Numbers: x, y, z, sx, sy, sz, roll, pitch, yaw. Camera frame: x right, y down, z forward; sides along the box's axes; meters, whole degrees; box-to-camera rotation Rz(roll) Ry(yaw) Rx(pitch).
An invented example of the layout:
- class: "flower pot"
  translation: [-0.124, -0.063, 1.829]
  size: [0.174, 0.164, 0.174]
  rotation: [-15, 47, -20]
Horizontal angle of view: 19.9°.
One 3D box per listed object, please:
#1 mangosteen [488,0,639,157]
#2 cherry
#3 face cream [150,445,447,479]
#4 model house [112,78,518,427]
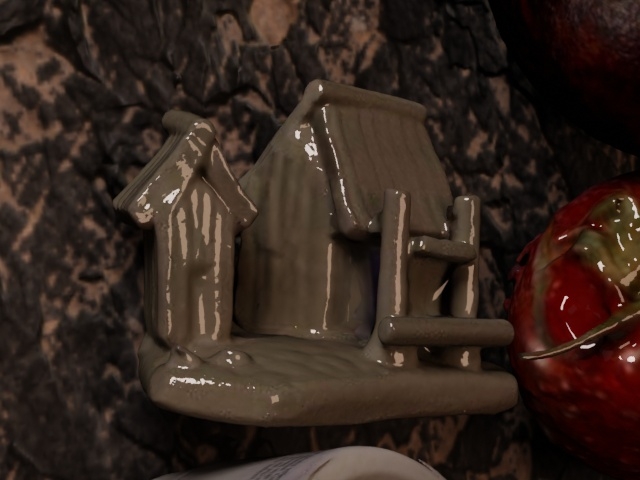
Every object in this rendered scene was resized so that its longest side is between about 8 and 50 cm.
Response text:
- class: "mangosteen"
  translation: [0.246, -0.177, 1.087]
  size: [0.293, 0.297, 0.297]
  rotation: [26, 72, -33]
- class: "cherry"
  translation: [0.217, 0.070, 1.123]
  size: [0.192, 0.175, 0.250]
  rotation: [-38, 130, -7]
- class: "face cream"
  translation: [-0.017, 0.198, 0.935]
  size: [0.177, 0.153, 0.177]
  rotation: [13, 70, -41]
- class: "model house"
  translation: [-0.004, 0.006, 0.991]
  size: [0.229, 0.122, 0.188]
  rotation: [2, 84, -34]
